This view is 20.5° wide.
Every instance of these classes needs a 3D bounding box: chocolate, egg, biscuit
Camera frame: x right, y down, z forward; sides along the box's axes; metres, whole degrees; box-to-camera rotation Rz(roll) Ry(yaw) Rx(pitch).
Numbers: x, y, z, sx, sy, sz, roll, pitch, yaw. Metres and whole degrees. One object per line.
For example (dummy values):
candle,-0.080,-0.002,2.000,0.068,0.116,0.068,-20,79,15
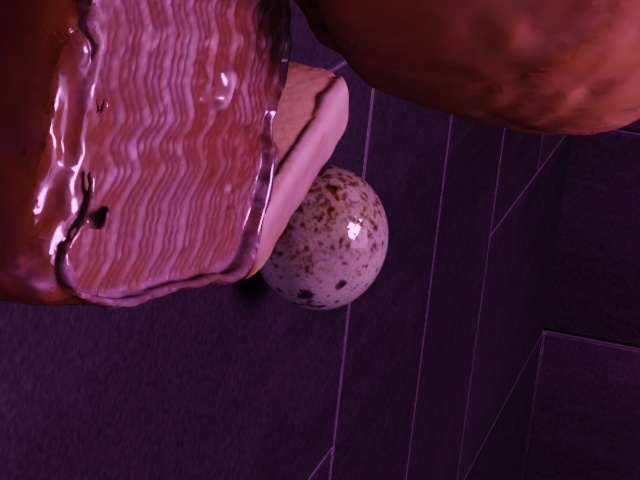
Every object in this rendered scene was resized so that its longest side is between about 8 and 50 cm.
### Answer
chocolate,-0.085,-0.054,0.693,0.214,0.093,0.148,-9,110,-75
egg,0.000,0.000,1.087,0.110,0.085,0.085,79,25,-64
biscuit,-0.031,-0.042,0.992,0.188,0.056,0.052,-62,157,-53

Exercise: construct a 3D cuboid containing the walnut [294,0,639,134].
walnut,0.106,-0.226,0.801,0.383,0.383,0.383,10,90,-76
